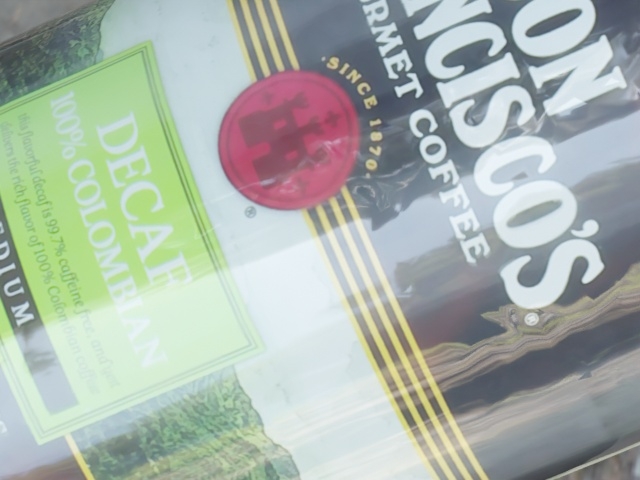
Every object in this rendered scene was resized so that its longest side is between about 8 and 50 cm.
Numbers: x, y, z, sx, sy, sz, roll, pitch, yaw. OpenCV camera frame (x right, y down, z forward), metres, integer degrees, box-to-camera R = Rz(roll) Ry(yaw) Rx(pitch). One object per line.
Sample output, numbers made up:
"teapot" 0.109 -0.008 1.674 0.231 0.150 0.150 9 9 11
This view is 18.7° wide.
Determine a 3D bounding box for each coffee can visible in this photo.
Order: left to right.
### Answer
"coffee can" 0.000 0.000 0.617 0.275 0.201 0.201 -24 111 7
